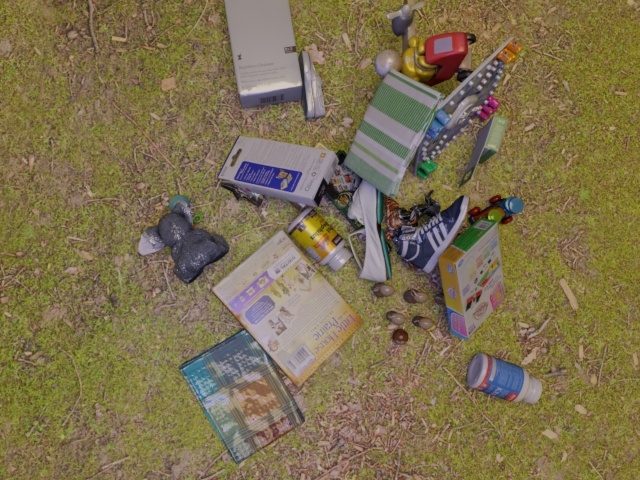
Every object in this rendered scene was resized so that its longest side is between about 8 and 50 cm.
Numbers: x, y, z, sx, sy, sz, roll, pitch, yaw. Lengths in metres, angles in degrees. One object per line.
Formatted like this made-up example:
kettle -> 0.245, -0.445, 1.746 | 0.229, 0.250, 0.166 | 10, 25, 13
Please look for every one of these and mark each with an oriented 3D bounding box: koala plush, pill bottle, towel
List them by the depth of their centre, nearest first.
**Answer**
towel -> 0.207, -0.318, 1.613 | 0.038, 0.248, 0.325 | 4, 119, -42
koala plush -> -0.425, -0.002, 1.722 | 0.196, 0.203, 0.221 | -40, 90, -8
towel -> -0.252, 0.499, 1.784 | 0.271, 0.040, 0.370 | -31, 89, -7
pill bottle -> 0.000, 0.000, 1.808 | 0.215, 0.117, 0.117 | 45, 83, -1
pill bottle -> 0.615, 0.467, 1.833 | 0.221, 0.124, 0.124 | 20, 84, -3

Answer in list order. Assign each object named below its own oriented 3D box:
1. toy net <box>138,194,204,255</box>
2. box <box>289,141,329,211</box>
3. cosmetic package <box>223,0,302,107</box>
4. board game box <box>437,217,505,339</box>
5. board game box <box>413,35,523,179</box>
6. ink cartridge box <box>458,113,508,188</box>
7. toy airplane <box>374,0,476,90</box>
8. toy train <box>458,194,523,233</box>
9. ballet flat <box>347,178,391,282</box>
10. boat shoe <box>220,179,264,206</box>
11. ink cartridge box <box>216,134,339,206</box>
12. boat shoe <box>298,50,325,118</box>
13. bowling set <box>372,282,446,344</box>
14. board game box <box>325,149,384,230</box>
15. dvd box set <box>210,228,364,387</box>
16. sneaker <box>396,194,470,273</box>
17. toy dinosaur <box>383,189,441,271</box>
toy net -> -0.498, -0.035, 1.801 | 0.232, 0.045, 0.122 | -47, 120, -5
box -> -0.035, -0.207, 1.822 | 0.103, 0.114, 0.203 | 41, 84, -1
cosmetic package -> -0.192, -0.655, 1.819 | 0.217, 0.156, 0.385 | -11, 88, -5
board game box -> 0.490, 0.123, 1.755 | 0.242, 0.064, 0.317 | -37, 127, -29
board game box -> 0.459, -0.399, 1.749 | 0.390, 0.390, 0.050 | -44, 74, -7
ink cartridge box -> 0.549, -0.289, 1.859 | 0.056, 0.171, 0.235 | 20, 84, 2
toy airplane -> 0.280, -0.545, 1.754 | 0.272, 0.384, 0.386 | 1, 42, -27
toy train -> 0.558, -0.068, 1.857 | 0.248, 0.143, 0.105 | -29, 89, -7
ballet flat -> 0.151, -0.049, 1.785 | 0.139, 0.139, 0.400 | -9, 105, -7
boat shoe -> -0.263, -0.156, 1.824 | 0.152, 0.056, 0.049 | 21, 79, -4
ink cartridge box -> -0.140, -0.227, 1.749 | 0.370, 0.069, 0.176 | 15, 71, 26
boat shoe -> -0.027, -0.530, 1.874 | 0.075, 0.083, 0.226 | -7, 98, -18
bowling set -> 0.304, 0.250, 1.802 | 0.287, 0.154, 0.200 | 6, 85, -5
board game box -> 0.096, -0.162, 1.810 | 0.136, 0.030, 0.260 | -48, 124, -10
dvd box set -> -0.104, 0.216, 1.792 | 0.307, 0.062, 0.420 | -43, 91, -15
sneaker -> 0.341, -0.040, 1.715 | 0.153, 0.099, 0.282 | 27, 115, 3
toy dinosaur -> 0.297, -0.066, 1.836 | 0.218, 0.164, 0.322 | -21, 110, 9
